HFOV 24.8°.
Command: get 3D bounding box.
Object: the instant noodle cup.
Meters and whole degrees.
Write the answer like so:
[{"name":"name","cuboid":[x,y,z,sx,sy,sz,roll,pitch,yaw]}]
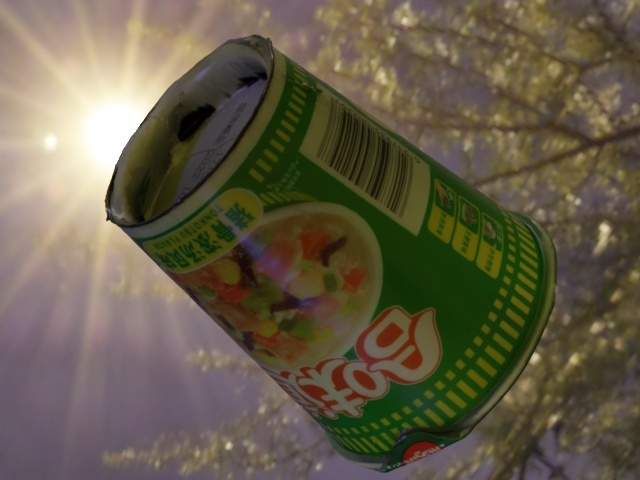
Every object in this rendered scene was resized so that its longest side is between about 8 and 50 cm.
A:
[{"name":"instant noodle cup","cuboid":[0.000,0.000,0.910,0.232,0.207,0.207,41,-140,-28]}]
